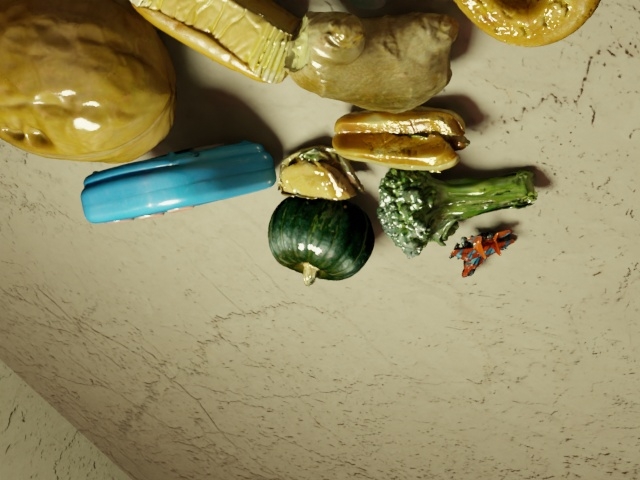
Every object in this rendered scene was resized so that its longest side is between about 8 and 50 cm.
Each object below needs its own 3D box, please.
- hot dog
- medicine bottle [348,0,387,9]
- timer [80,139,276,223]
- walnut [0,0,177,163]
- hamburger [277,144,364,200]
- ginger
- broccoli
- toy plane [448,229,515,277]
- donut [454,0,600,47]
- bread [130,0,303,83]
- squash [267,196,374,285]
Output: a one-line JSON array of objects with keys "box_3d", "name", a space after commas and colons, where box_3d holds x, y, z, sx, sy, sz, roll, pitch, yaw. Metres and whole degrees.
[{"box_3d": [0.131, -0.177, 1.481, 0.269, 0.109, 0.072, 9, 177, 34], "name": "hot dog"}, {"box_3d": [0.081, -0.433, 1.219, 0.090, 0.090, 0.217, 22, 144, 8], "name": "medicine bottle"}, {"box_3d": [-0.275, -0.112, 1.668, 0.340, 0.309, 0.115, -8, 95, 38], "name": "timer"}, {"box_3d": [-0.441, -0.291, 1.514, 0.398, 0.308, 0.354, 13, 157, 18], "name": "walnut"}, {"box_3d": [-0.003, -0.140, 1.633, 0.176, 0.087, 0.102, 8, 122, 29], "name": "hamburger"}, {"box_3d": [0.075, -0.285, 1.309, 0.275, 0.130, 0.221, -11, 158, 15], "name": "ginger"}, {"box_3d": [0.239, -0.048, 1.547, 0.274, 0.177, 0.198, 4, 139, 6], "name": "broccoli"}, {"box_3d": [0.295, 0.026, 1.651, 0.130, 0.061, 0.189, -11, 164, -13], "name": "toy plane"}, {"box_3d": [0.278, -0.368, 1.155, 0.226, 0.114, 0.226, 16, 141, 13], "name": "donut"}, {"box_3d": [-0.163, -0.366, 1.408, 0.288, 0.152, 0.119, 30, 120, -5], "name": "bread"}, {"box_3d": [0.001, -0.006, 1.708, 0.218, 0.172, 0.218, 19, 143, 15], "name": "squash"}]
